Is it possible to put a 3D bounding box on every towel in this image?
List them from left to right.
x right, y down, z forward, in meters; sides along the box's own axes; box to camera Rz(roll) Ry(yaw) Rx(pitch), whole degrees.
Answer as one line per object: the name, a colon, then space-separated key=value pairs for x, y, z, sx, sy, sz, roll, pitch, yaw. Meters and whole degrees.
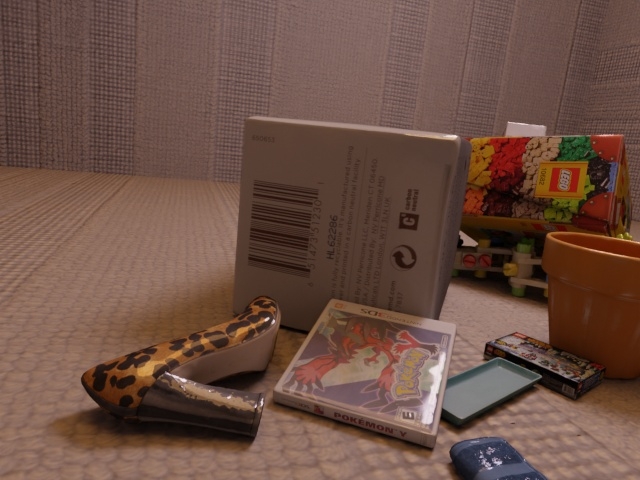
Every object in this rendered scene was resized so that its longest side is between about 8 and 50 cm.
towel: x=0.171 y=0.219 z=0.417 sx=0.067 sy=0.029 sz=0.119 roll=1 pitch=13 yaw=-17

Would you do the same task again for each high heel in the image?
high heel: x=-0.148 y=0.117 z=0.566 sx=0.186 sy=0.093 sz=0.261 roll=12 pitch=21 yaw=-3

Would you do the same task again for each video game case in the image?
video game case: x=0.066 y=0.148 z=0.586 sx=0.184 sy=0.023 sz=0.201 roll=9 pitch=29 yaw=18

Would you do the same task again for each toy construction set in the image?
toy construction set: x=0.383 y=0.040 z=1.112 sx=0.328 sy=0.151 sz=0.215 roll=19 pitch=14 yaw=7

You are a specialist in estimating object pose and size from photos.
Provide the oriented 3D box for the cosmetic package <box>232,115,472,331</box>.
cosmetic package: x=0.082 y=-0.041 z=0.864 sx=0.328 sy=0.329 sz=0.394 roll=9 pitch=14 yaw=18

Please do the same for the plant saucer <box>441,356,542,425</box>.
plant saucer: x=0.206 y=0.189 z=0.600 sx=0.192 sy=0.018 sz=0.067 roll=-6 pitch=17 yaw=-39

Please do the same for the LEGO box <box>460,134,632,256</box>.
LEGO box: x=0.569 y=-0.085 z=1.212 sx=0.373 sy=0.193 sz=0.500 roll=8 pitch=-8 yaw=36

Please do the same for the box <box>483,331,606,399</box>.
box: x=0.325 y=0.177 z=0.686 sx=0.094 sy=0.027 sz=0.137 roll=-3 pitch=15 yaw=-40

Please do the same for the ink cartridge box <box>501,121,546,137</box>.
ink cartridge box: x=0.488 y=-0.238 z=1.142 sx=0.089 sy=0.052 sz=0.122 roll=11 pitch=-6 yaw=15

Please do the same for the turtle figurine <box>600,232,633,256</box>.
turtle figurine: x=0.621 y=0.048 z=0.854 sx=0.218 sy=0.087 sz=0.269 roll=15 pitch=9 yaw=2

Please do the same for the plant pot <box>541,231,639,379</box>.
plant pot: x=0.441 y=0.099 z=0.723 sx=0.205 sy=0.187 sz=0.205 roll=6 pitch=12 yaw=-1
